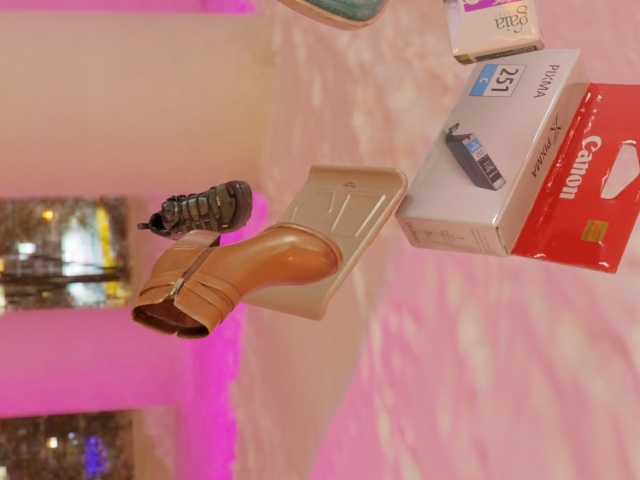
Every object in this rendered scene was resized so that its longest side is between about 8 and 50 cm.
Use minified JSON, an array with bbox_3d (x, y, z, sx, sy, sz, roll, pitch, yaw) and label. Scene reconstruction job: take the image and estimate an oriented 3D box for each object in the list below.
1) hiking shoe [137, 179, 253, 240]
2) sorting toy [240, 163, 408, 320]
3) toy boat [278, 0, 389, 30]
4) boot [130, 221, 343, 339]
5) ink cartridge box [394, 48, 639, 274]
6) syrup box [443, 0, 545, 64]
[{"bbox_3d":[-0.211,-0.043,1.865,0.227,0.114,0.086,-24,77,41],"label":"hiking shoe"},{"bbox_3d":[0.000,0.000,1.333,0.193,0.038,0.208,8,61,53],"label":"sorting toy"},{"bbox_3d":[0.014,-0.490,1.661,0.148,0.267,0.318,-38,31,59],"label":"toy boat"},{"bbox_3d":[-0.085,0.048,1.118,0.152,0.197,0.073,-60,-36,-57],"label":"boot"},{"bbox_3d":[0.266,-0.108,1.304,0.296,0.261,0.066,-61,-40,-28],"label":"ink cartridge box"},{"bbox_3d":[0.173,-0.313,1.163,0.096,0.093,0.236,-9,-90,-75],"label":"syrup box"}]
